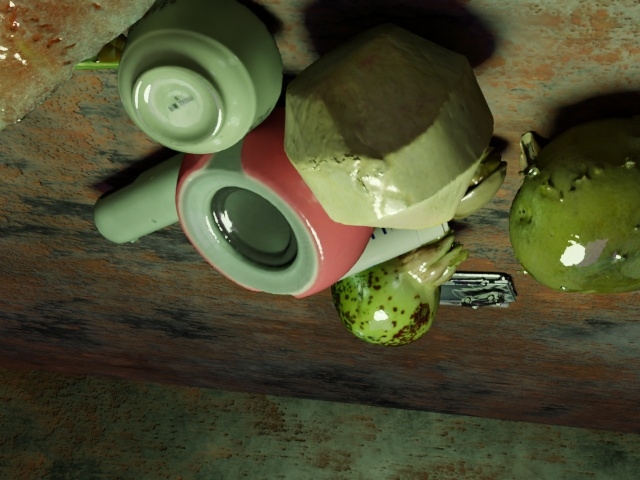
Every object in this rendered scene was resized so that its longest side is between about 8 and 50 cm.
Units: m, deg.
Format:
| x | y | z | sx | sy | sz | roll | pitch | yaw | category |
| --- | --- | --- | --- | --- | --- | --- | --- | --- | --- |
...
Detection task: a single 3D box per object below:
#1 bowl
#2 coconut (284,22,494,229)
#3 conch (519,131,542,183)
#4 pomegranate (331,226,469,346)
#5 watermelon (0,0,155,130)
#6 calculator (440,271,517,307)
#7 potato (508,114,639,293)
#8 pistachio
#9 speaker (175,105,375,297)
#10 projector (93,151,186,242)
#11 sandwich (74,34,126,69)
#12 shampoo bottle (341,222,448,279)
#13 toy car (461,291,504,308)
| x | y | z | sx | sy | sz | roll | pitch | yaw | category |
| --- | --- | --- | --- | --- | --- | --- | --- | --- | --- |
| -0.159 | -0.190 | 1.124 | 0.212 | 0.112 | 0.211 | 7 | 130 | 9 | bowl |
| 0.085 | -0.124 | 1.116 | 0.259 | 0.259 | 0.259 | 7 | 159 | 3 | coconut |
| 0.375 | -0.063 | 1.426 | 0.109 | 0.093 | 0.330 | 13 | 146 | 43 | conch |
| 0.161 | 0.084 | 1.705 | 0.277 | 0.222 | 0.204 | -17 | 131 | 17 | pomegranate |
| -0.331 | -0.310 | 1.009 | 0.250 | 0.293 | 0.283 | 41 | 142 | 25 | watermelon |
| 0.276 | 0.104 | 1.957 | 0.274 | 0.028 | 0.165 | 1 | 159 | 19 | calculator |
| 0.443 | -0.047 | 1.245 | 0.359 | 0.219 | 0.269 | -3 | 145 | -3 | potato |
| 0.217 | -0.091 | 1.376 | 0.113 | 0.113 | 0.149 | 22 | 148 | -32 | pistachio |
| -0.069 | -0.060 | 1.330 | 0.294 | 0.294 | 0.294 | 7 | 159 | 3 | speaker |
| -0.276 | -0.077 | 1.591 | 0.108 | 0.108 | 0.338 | 23 | 155 | -34 | projector |
| -0.294 | -0.272 | 1.229 | 0.074 | 0.074 | 0.116 | -4 | -172 | 27 | sandwich |
| 0.095 | -0.010 | 1.479 | 0.303 | 0.092 | 0.092 | -23 | 156 | 1 | shampoo bottle |
| 0.337 | 0.123 | 1.902 | 0.093 | 0.025 | 0.041 | -9 | 153 | 29 | toy car |
